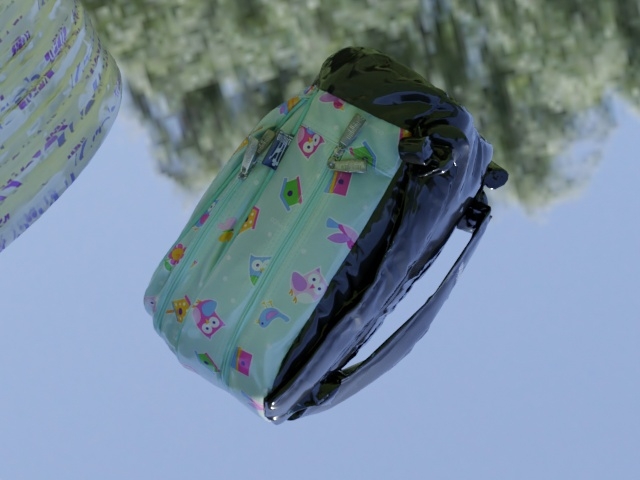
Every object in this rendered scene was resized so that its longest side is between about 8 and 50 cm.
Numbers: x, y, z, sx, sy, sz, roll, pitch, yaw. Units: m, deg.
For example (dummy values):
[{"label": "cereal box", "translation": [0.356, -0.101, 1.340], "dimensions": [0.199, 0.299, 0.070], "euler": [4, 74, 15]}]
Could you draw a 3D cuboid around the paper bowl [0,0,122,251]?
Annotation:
[{"label": "paper bowl", "translation": [-0.248, -0.062, 0.857], "dimensions": [0.284, 0.148, 0.284], "euler": [-25, -156, 12]}]

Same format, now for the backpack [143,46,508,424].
[{"label": "backpack", "translation": [0.000, 0.000, 0.914], "dimensions": [0.115, 0.152, 0.182], "euler": [35, -89, 22]}]
